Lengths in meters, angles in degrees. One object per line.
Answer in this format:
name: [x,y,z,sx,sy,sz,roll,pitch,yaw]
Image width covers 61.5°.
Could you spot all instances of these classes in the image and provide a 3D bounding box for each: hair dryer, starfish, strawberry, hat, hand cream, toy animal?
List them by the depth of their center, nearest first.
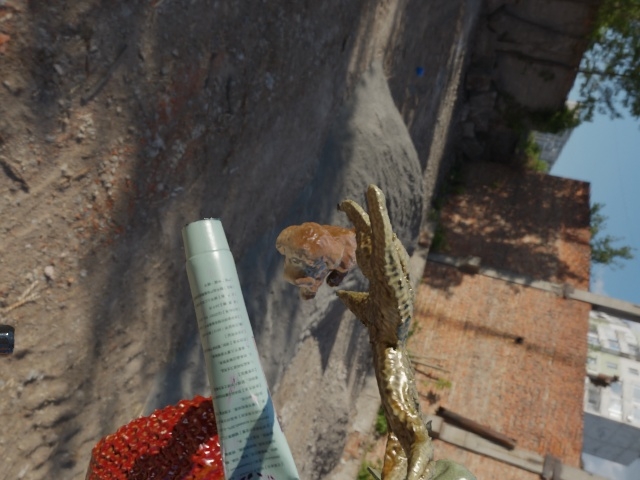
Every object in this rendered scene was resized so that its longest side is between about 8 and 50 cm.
starfish: [0.045,0.065,0.408,0.277,0.062,0.236,-94,176,-71]
hand cream: [-0.103,0.135,0.619,0.058,0.085,0.331,75,-1,-75]
hat: [0.198,0.399,0.821,0.110,0.252,0.252,-46,157,-12]
toy animal: [0.014,0.000,0.841,0.184,0.104,0.185,-40,160,-5]
strawberry: [-0.297,0.486,1.109,0.267,0.351,0.312,-110,-161,-54]
hair dryer: [-0.758,0.234,1.203,0.248,0.114,0.071,-25,-116,54]
